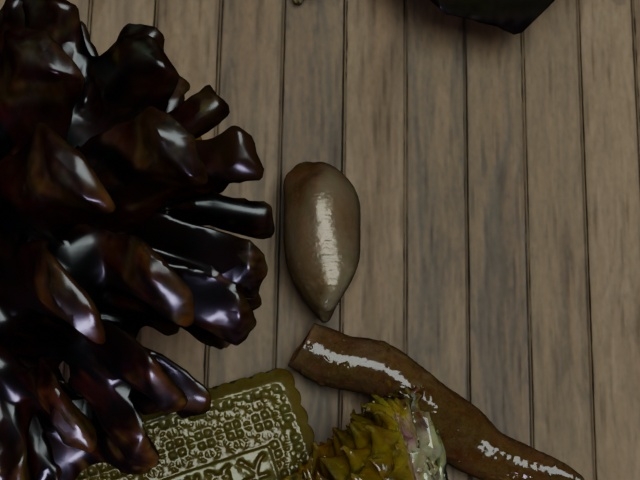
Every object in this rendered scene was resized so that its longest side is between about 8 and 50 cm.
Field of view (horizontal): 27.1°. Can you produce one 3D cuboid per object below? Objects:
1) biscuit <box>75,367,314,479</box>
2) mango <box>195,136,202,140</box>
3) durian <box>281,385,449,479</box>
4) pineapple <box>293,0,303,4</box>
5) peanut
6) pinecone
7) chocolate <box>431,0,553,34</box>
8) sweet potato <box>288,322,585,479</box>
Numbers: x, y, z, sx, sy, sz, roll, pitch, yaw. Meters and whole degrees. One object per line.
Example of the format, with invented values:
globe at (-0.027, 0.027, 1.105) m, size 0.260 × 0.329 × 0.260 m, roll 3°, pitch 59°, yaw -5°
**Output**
biscuit at (-0.118, 0.221, 1.153) m, size 0.254 × 0.029 × 0.172 m, roll -16°, pitch 80°, yaw -17°
mango at (-0.158, -0.069, 1.204) m, size 0.114 × 0.060 × 0.080 m, roll -38°, pitch 89°, yaw -23°
durian at (0.027, 0.287, 1.087) m, size 0.195 × 0.185 × 0.305 m, roll -13°, pitch 84°, yaw 5°
pineapple at (-0.004, -0.287, 1.298) m, size 0.114 × 0.077 × 0.114 m, roll 11°, pitch 86°, yaw -5°
peanut at (0.000, 0.000, 1.215) m, size 0.076 × 0.076 × 0.152 m, roll -2°, pitch 76°, yaw -14°
pinecone at (-0.216, -0.003, 0.994) m, size 0.397 × 0.398 × 0.398 m, roll 4°, pitch 75°, yaw -13°
chocolate at (0.192, -0.417, 1.240) m, size 0.326 × 0.297 × 0.314 m, roll 48°, pitch 59°, yaw -1°
sweet potato at (0.106, 0.159, 1.206) m, size 0.281 × 0.059 × 0.067 m, roll 31°, pitch 114°, yaw -4°
